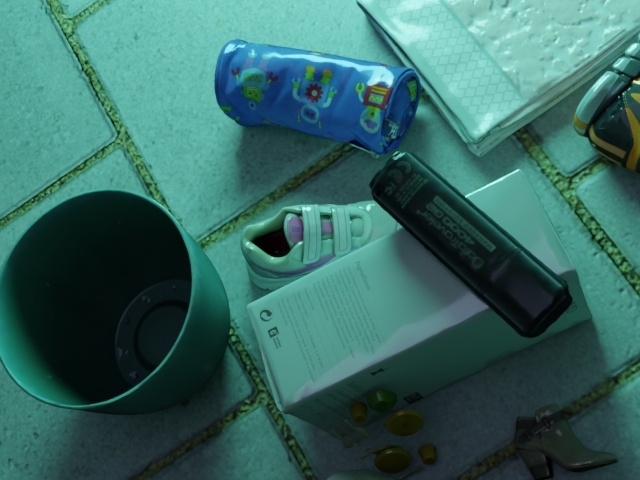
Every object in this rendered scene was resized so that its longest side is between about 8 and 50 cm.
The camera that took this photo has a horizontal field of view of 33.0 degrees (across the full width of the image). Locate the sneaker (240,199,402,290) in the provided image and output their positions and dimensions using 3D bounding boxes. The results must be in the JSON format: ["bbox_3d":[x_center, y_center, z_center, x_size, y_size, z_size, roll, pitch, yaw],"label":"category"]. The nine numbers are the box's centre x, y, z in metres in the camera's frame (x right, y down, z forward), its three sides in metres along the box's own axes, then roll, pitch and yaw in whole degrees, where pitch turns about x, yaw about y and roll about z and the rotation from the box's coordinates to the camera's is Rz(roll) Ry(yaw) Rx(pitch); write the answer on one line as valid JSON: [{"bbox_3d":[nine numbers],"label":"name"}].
[{"bbox_3d":[0.000,0.000,1.493,0.252,0.111,0.103,-17,67,13],"label":"sneaker"}]

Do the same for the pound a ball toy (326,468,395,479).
[{"bbox_3d":[0.126,0.425,1.261,0.319,0.135,0.208,19,96,34],"label":"pound a ball toy"}]

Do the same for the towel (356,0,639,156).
[{"bbox_3d":[0.258,-0.332,1.555,0.317,0.053,0.332,-37,65,4],"label":"towel"}]

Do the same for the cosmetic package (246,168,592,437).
[{"bbox_3d":[0.130,0.089,1.362,0.385,0.217,0.156,-26,65,11],"label":"cosmetic package"}]

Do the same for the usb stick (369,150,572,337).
[{"bbox_3d":[0.167,0.000,1.238,0.077,0.045,0.278,-49,63,6],"label":"usb stick"}]

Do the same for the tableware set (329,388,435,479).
[{"bbox_3d":[0.090,0.243,1.362,0.104,0.154,0.024,-35,34,20],"label":"tableware set"}]

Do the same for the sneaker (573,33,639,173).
[{"bbox_3d":[0.496,-0.217,1.406,0.180,0.124,0.321,42,99,22],"label":"sneaker"}]

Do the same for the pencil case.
[{"bbox_3d":[-0.007,-0.207,1.567,0.306,0.119,0.133,14,98,23],"label":"pencil case"}]

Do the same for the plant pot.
[{"bbox_3d":[-0.257,0.105,1.478,0.293,0.235,0.293,-6,70,17],"label":"plant pot"}]

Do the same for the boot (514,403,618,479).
[{"bbox_3d":[0.300,0.246,1.342,0.118,0.042,0.087,-15,65,14],"label":"boot"}]
